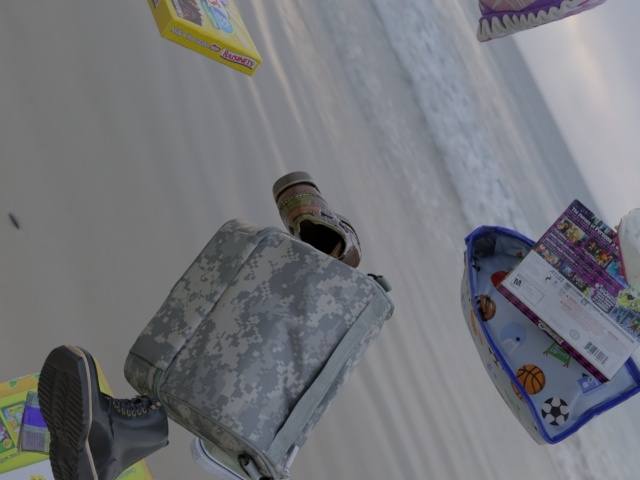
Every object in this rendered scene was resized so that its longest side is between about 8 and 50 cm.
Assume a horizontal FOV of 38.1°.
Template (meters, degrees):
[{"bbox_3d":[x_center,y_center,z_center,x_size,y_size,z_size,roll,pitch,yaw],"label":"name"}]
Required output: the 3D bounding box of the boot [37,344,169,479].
[{"bbox_3d":[-0.225,0.175,1.001,0.077,0.197,0.137,31,39,30],"label":"boot"}]

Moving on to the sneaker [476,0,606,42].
[{"bbox_3d":[0.275,-0.327,1.193,0.236,0.095,0.104,3,-70,63],"label":"sneaker"}]

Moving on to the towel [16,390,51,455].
[{"bbox_3d":[-0.340,0.227,1.147,0.060,0.009,0.083,16,50,-22],"label":"towel"}]

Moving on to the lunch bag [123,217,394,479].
[{"bbox_3d":[-0.072,0.147,1.227,0.256,0.305,0.212,14,-30,47],"label":"lunch bag"}]

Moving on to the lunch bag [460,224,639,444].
[{"bbox_3d":[0.396,0.162,1.720,0.385,0.239,0.328,57,-1,17],"label":"lunch bag"}]

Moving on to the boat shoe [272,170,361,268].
[{"bbox_3d":[0.000,0.000,1.688,0.307,0.111,0.104,46,19,-53],"label":"boat shoe"}]

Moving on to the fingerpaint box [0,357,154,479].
[{"bbox_3d":[-0.460,0.415,1.499,0.371,0.163,0.445,62,15,6],"label":"fingerpaint box"}]

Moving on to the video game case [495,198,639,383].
[{"bbox_3d":[0.440,0.080,1.519,0.232,0.210,0.042,42,-18,7],"label":"video game case"}]

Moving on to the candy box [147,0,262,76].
[{"bbox_3d":[-0.132,-0.247,0.934,0.105,0.027,0.206,20,31,-39],"label":"candy box"}]

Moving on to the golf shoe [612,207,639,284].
[{"bbox_3d":[0.518,-0.029,1.286,0.306,0.140,0.115,-39,116,-44],"label":"golf shoe"}]

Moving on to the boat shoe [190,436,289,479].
[{"bbox_3d":[-0.152,0.482,2.011,0.302,0.094,0.109,35,29,-46],"label":"boat shoe"}]
